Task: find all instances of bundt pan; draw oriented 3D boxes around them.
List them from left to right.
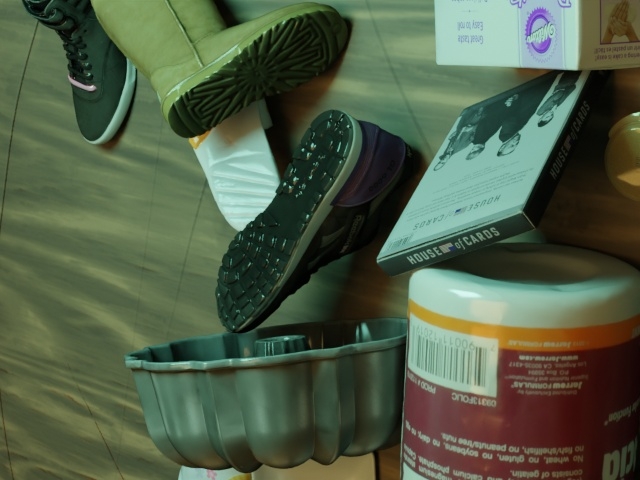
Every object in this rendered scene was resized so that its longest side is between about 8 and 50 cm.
[{"bbox_3d":[-0.036,0.161,1.576,0.331,0.331,0.124,-4,92,44],"label":"bundt pan"}]

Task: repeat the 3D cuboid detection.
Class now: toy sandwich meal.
[{"bbox_3d":[0.303,-0.077,1.420,0.086,0.029,0.085,10,109,31],"label":"toy sandwich meal"}]

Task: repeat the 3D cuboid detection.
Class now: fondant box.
[{"bbox_3d":[0.198,-0.323,1.375,0.238,0.096,0.330,15,111,63],"label":"fondant box"}]

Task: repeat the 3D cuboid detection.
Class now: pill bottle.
[{"bbox_3d":[0.188,0.213,1.451,0.224,0.224,0.392,14,108,41],"label":"pill bottle"}]

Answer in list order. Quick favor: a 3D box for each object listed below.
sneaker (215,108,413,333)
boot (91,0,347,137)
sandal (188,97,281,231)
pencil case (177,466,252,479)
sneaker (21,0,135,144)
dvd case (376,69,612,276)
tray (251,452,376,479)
[{"bbox_3d":[0.000,0.000,1.634,0.283,0.124,0.107,-54,40,23],"label":"sneaker"},{"bbox_3d":[-0.124,-0.259,1.728,0.269,0.236,0.089,59,174,44],"label":"boot"},{"bbox_3d":[-0.101,-0.114,1.748,0.102,0.076,0.265,-20,67,8],"label":"sandal"},{"bbox_3d":[-0.112,0.262,1.826,0.124,0.113,0.273,42,125,39],"label":"pencil case"},{"bbox_3d":[-0.309,-0.256,1.884,0.105,0.147,0.295,25,116,36],"label":"sneaker"},{"bbox_3d":[0.165,-0.072,1.424,0.179,0.238,0.029,-21,119,44],"label":"dvd case"},{"bbox_3d":[-0.002,0.370,1.766,0.145,0.030,0.270,-1,99,8],"label":"tray"}]
